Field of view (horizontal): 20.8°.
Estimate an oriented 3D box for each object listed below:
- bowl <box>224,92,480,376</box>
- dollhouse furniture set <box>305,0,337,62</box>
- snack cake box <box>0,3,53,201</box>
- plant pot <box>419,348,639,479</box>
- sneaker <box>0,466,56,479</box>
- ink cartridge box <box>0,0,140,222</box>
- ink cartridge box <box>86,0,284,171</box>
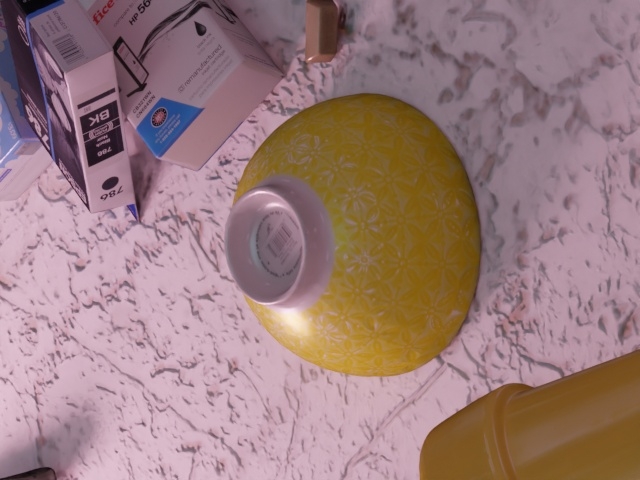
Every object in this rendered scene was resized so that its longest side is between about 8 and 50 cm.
[{"bbox_3d":[0.000,0.000,1.720,0.289,0.156,0.289,5,97,43],"label":"bowl"},{"bbox_3d":[-0.030,-0.240,1.785,0.081,0.091,0.114,18,110,57],"label":"dollhouse furniture set"},{"bbox_3d":[-0.417,-0.196,2.148,0.152,0.089,0.264,-41,66,39],"label":"snack cake box"},{"bbox_3d":[0.251,0.206,1.452,0.239,0.254,0.254,-36,69,25],"label":"plant pot"},{"bbox_3d":[-0.385,0.358,2.178,0.227,0.087,0.130,-30,75,45],"label":"sneaker"},{"bbox_3d":[-0.274,-0.149,1.913,0.165,0.065,0.333,52,162,27],"label":"ink cartridge box"},{"bbox_3d":[-0.159,-0.200,1.879,0.148,0.086,0.203,-48,62,17],"label":"ink cartridge box"}]
